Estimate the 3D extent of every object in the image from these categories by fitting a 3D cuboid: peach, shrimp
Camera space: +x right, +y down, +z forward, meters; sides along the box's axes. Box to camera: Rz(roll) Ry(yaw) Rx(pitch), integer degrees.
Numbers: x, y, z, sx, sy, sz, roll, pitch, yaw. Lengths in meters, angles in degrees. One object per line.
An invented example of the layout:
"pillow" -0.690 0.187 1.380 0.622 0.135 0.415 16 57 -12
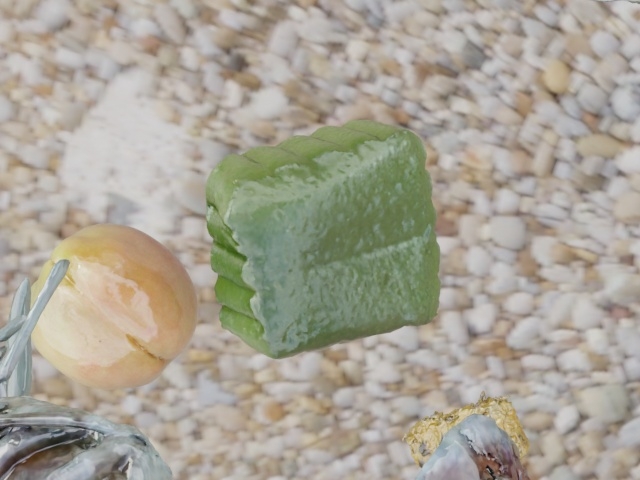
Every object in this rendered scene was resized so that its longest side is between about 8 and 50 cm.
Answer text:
"peach" -0.222 0.075 1.981 0.184 0.184 0.184 0 89 17
"shrimp" -0.088 0.118 0.781 0.410 0.221 0.166 11 55 45

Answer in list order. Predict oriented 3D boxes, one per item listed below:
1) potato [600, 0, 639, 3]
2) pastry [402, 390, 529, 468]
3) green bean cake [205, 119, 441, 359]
"potato" 0.207 -0.313 1.288 0.299 0.196 0.246 -29 106 27
"pastry" 0.143 0.198 1.802 0.140 0.056 0.080 -34 77 51
"green bean cake" 0.000 0.000 1.935 0.125 0.248 0.222 18 119 58
